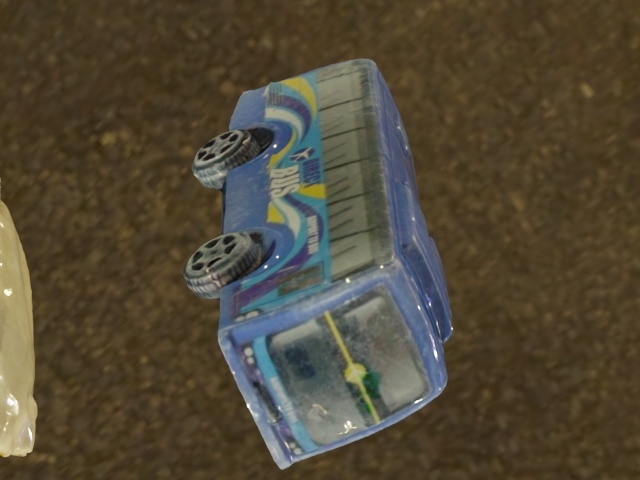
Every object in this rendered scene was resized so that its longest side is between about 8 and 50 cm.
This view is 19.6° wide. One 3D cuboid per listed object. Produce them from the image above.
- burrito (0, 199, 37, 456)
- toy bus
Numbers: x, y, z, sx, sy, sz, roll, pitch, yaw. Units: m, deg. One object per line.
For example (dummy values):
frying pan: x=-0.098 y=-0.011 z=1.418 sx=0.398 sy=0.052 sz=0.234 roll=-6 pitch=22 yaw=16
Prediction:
burrito: x=-0.192 y=-0.050 z=0.914 sx=0.076 sy=0.117 sz=0.392 roll=-16 pitch=54 yaw=1
toy bus: x=0.000 y=-0.003 z=0.797 sx=0.079 sy=0.094 sz=0.236 roll=59 pitch=12 yaw=-25
